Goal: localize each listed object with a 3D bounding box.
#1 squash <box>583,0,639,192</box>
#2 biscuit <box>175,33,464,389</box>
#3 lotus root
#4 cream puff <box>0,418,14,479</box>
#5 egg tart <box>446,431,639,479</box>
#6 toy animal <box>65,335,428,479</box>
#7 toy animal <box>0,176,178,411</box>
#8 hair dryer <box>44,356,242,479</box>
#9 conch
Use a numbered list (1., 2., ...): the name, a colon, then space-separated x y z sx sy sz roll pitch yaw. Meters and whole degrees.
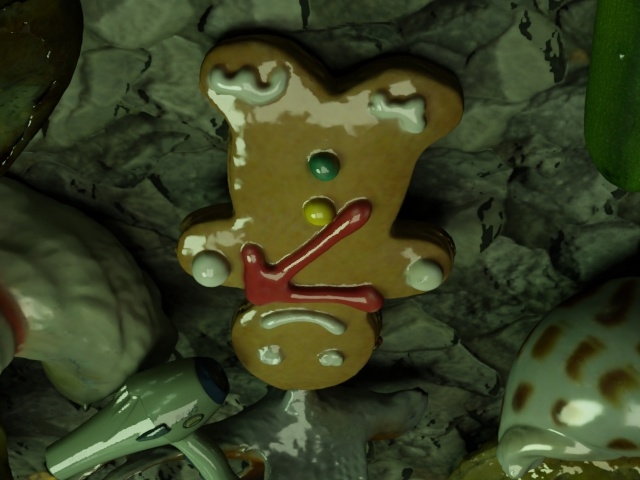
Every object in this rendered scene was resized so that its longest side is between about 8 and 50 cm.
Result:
1. squash: 0.221 -0.163 0.980 0.101 0.101 0.378 -1 141 5
2. biscuit: 0.000 0.000 1.195 0.216 0.047 0.339 8 131 -5
3. lotus root: -0.247 -0.123 1.014 0.160 0.152 0.275 24 144 -22
4. cream puff: -0.362 0.207 1.410 0.195 0.194 0.221 19 178 -21
5. egg tart: 0.261 0.272 1.528 0.290 0.115 0.290 0 142 0
6. toy animal: -0.069 0.171 1.393 0.284 0.225 0.302 18 116 -29
7. toy animal: -0.248 0.088 1.271 0.266 0.188 0.308 -6 138 -5
8. hair dryer: -0.130 0.191 1.316 0.167 0.067 0.199 -16 123 11
9. conch: 0.267 0.099 1.277 0.275 0.183 0.148 -12 102 0
